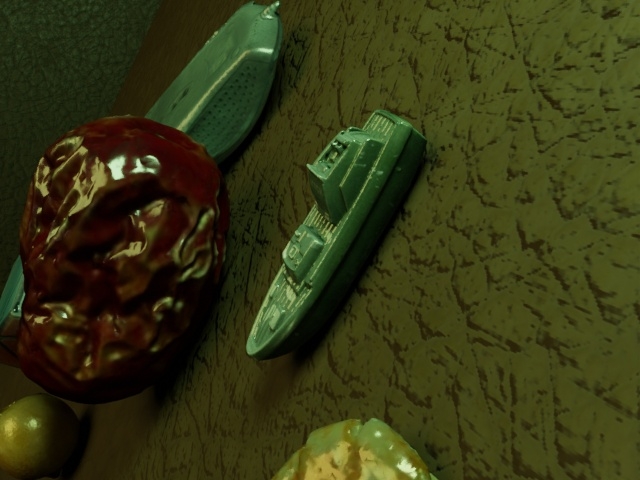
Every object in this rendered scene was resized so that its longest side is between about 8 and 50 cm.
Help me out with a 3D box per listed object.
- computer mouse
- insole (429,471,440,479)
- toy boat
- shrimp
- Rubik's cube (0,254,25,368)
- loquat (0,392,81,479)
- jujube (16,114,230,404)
[{"bbox_3d":[-0.162,-0.214,1.020,0.371,0.122,0.188,-43,37,24],"label":"computer mouse"},{"bbox_3d":[0.032,0.184,0.474,0.188,0.004,0.064,-13,55,56],"label":"insole"},{"bbox_3d":[0.000,0.000,0.593,0.260,0.085,0.078,-59,28,11],"label":"toy boat"},{"bbox_3d":[-0.021,0.252,0.453,0.294,0.062,0.154,-56,41,22],"label":"shrimp"},{"bbox_3d":[-0.442,0.111,1.151,0.205,0.207,0.205,-39,36,42],"label":"Rubik's cube"},{"bbox_3d":[-0.485,0.335,1.113,0.163,0.163,0.137,-50,10,27],"label":"loquat"},{"bbox_3d":[-0.263,0.025,0.854,0.377,0.276,0.276,-61,27,17],"label":"jujube"}]
